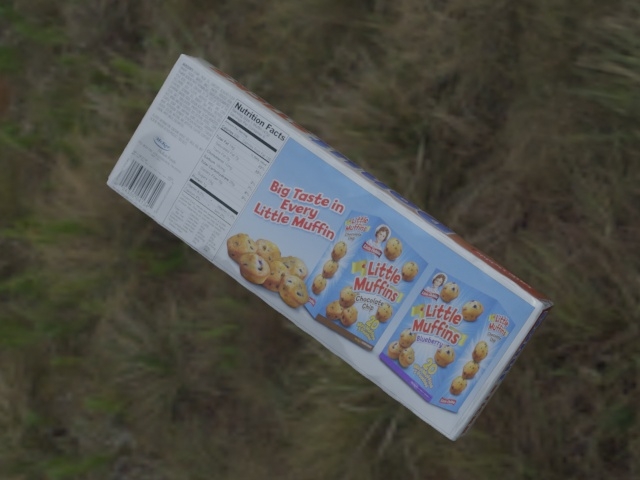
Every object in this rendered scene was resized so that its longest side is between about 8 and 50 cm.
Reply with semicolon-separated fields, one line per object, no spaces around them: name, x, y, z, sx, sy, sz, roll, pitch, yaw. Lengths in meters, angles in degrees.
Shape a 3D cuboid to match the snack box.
snack box;0.000;0.000;0.547;0.178;0.022;0.064;36;101;16
